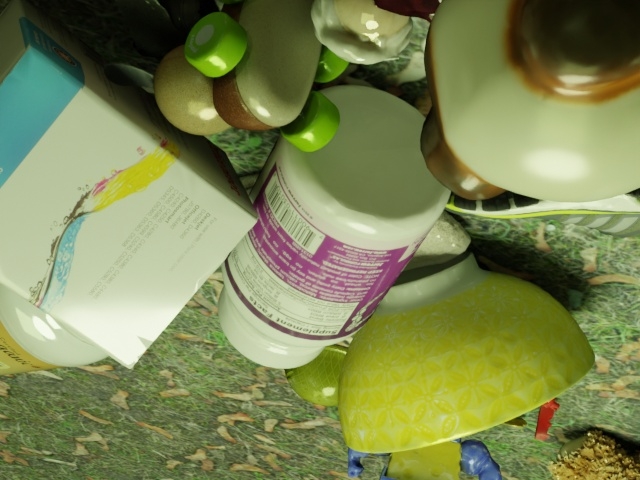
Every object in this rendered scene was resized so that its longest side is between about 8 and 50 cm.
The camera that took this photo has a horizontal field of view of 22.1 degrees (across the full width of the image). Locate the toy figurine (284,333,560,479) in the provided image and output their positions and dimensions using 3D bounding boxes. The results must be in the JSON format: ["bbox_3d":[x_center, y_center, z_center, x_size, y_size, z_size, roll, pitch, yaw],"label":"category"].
[{"bbox_3d":[0.109,0.252,2.045,0.362,0.217,0.191,13,152,1],"label":"toy figurine"}]

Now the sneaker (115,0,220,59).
[{"bbox_3d":[-0.133,-0.188,1.527,0.089,0.051,0.170,2,145,19],"label":"sneaker"}]

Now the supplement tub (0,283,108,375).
[{"bbox_3d":[-0.333,0.034,1.839,0.316,0.228,0.228,-10,144,38],"label":"supplement tub"}]

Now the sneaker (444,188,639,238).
[{"bbox_3d":[0.245,-0.047,1.548,0.300,0.111,0.121,4,155,23],"label":"sneaker"}]

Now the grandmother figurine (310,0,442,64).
[{"bbox_3d":[0.084,-0.236,1.292,0.208,0.104,0.342,46,151,-1],"label":"grandmother figurine"}]

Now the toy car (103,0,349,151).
[{"bbox_3d":[-0.095,-0.152,1.455,0.188,0.149,0.155,-14,143,38],"label":"toy car"}]

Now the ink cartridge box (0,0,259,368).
[{"bbox_3d":[-0.232,-0.057,1.545,0.270,0.197,0.198,37,-171,-23],"label":"ink cartridge box"}]

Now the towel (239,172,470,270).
[{"bbox_3d":[-0.001,-0.018,1.778,0.282,0.049,0.187,-13,143,41],"label":"towel"}]

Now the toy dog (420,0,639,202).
[{"bbox_3d":[0.263,-0.107,1.107,0.408,0.395,0.284,8,164,-20],"label":"toy dog"}]

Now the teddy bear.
[{"bbox_3d":[0.460,0.336,2.149,0.338,0.113,0.245,15,155,0],"label":"teddy bear"}]

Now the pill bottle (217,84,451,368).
[{"bbox_3d":[0.000,0.000,1.599,0.169,0.169,0.301,19,142,-10],"label":"pill bottle"}]

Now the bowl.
[{"bbox_3d":[0.138,0.103,1.786,0.289,0.289,0.156,-14,98,43],"label":"bowl"}]
